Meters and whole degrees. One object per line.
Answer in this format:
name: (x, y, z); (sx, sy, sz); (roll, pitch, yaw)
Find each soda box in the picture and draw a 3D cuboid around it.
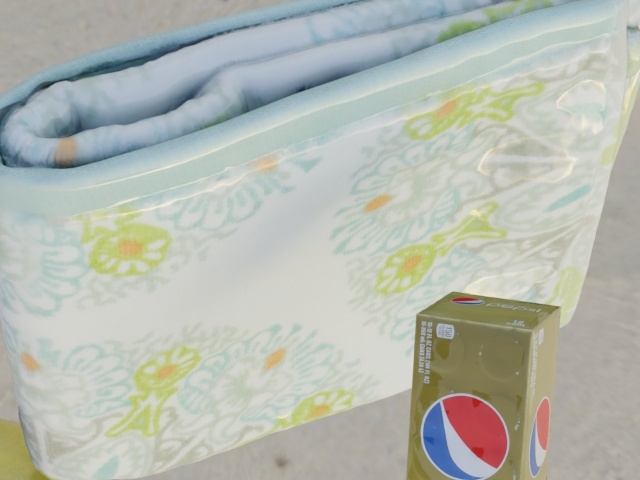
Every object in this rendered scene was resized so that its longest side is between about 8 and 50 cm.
soda box: (0.080, 0.122, 0.743); (0.061, 0.058, 0.181); (7, 103, 22)

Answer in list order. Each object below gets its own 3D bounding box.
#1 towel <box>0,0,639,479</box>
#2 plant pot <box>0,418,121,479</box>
towel: (0.000, 0.000, 0.843); (0.375, 0.320, 0.090); (-16, 53, -16)
plant pot: (-0.211, 0.174, 0.976); (0.095, 0.134, 0.134); (44, 89, 1)
